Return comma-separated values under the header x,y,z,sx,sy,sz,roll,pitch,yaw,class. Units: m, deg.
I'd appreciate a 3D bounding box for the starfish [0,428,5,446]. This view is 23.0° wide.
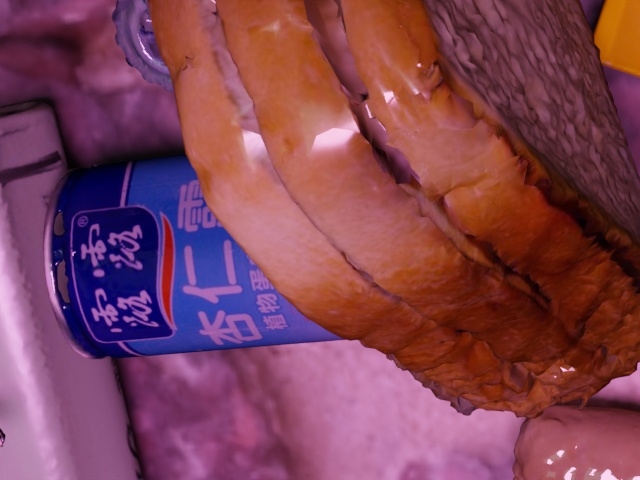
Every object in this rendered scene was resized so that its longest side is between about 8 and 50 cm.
x,y,z,sx,sy,sz,roll,pitch,yaw,class
-0.192,0.068,0.732,0.130,0.041,0.133,30,131,46,starfish

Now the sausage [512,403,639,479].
x,y,z,sx,sy,sz,roll,pitch,yaw,class
0.234,0.127,0.700,0.301,0.066,0.066,13,107,10,sausage

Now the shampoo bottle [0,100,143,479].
x,y,z,sx,sy,sz,roll,pitch,yaw,class
-0.142,0.067,0.777,0.085,0.085,0.262,-9,102,18,shampoo bottle

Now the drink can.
x,y,z,sx,sy,sz,roll,pitch,yaw,class
0.000,0.000,0.714,0.235,0.097,0.097,-5,103,18,drink can

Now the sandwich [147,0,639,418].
x,y,z,sx,sy,sz,roll,pitch,yaw,class
0.023,-0.090,0.546,0.095,0.249,0.273,-24,63,18,sandwich

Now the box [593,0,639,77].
x,y,z,sx,sy,sz,roll,pitch,yaw,class
0.260,-0.104,0.641,0.269,0.043,0.152,19,109,11,box

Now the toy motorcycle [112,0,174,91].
x,y,z,sx,sy,sz,roll,pitch,yaw,class
-0.057,-0.172,0.695,0.122,0.082,0.213,-5,112,28,toy motorcycle
